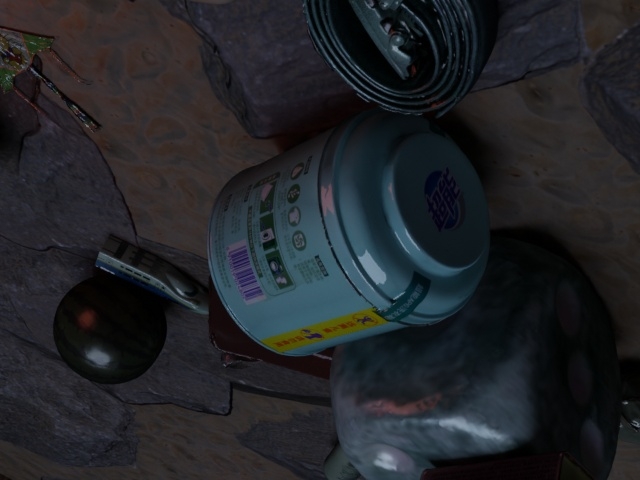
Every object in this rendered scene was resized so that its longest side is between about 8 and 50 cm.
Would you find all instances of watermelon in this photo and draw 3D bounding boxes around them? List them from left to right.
[{"bbox_3d":[-0.399,0.167,1.870,0.212,0.212,0.212,15,145,11],"label":"watermelon"}]

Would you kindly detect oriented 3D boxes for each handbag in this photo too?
[{"bbox_3d":[-0.062,0.132,1.750,0.275,0.084,0.260,18,142,6],"label":"handbag"},{"bbox_3d":[0.523,0.262,1.561,0.182,0.117,0.270,23,152,-38],"label":"handbag"}]

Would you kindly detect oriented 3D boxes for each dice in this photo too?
[{"bbox_3d":[0.238,0.219,1.476,0.330,0.328,0.348,-8,135,37],"label":"dice"}]

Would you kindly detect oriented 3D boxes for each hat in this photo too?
[{"bbox_3d":[-0.160,0.231,1.974,0.087,0.042,0.058,-1,159,-29],"label":"hat"}]

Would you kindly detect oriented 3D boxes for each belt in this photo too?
[{"bbox_3d":[0.096,-0.255,1.112,0.206,0.116,0.268,2,138,32],"label":"belt"}]

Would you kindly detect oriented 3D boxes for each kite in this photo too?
[{"bbox_3d":[-0.425,-0.250,1.501,0.244,0.006,0.198,41,141,-24],"label":"kite"}]

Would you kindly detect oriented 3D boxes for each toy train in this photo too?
[{"bbox_3d":[-0.294,0.067,1.813,0.233,0.052,0.051,26,140,-4],"label":"toy train"}]

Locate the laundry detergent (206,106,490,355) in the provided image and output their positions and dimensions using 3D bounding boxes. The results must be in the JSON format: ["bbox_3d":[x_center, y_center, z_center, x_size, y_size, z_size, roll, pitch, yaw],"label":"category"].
[{"bbox_3d":[0.050,-0.011,1.310,0.287,0.287,0.305,42,141,-25],"label":"laundry detergent"}]

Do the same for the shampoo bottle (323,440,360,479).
[{"bbox_3d":[0.065,0.462,2.110,0.085,0.085,0.262,24,146,-2],"label":"shampoo bottle"}]

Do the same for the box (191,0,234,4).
[{"bbox_3d":[-0.141,-0.360,1.125,0.145,0.088,0.200,14,143,14],"label":"box"}]

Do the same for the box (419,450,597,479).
[{"bbox_3d":[0.245,0.334,1.278,0.224,0.069,0.120,-21,126,43],"label":"box"}]
